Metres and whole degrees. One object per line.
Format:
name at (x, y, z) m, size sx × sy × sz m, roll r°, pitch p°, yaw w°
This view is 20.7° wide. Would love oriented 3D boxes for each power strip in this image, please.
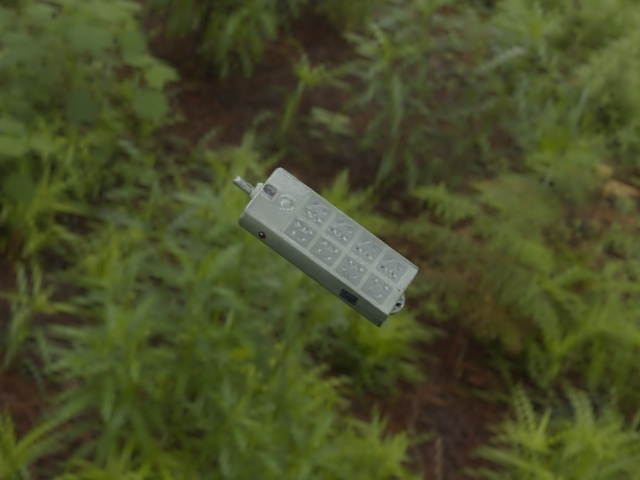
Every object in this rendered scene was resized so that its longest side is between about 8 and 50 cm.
power strip at (0.000, 0.000, 1.119) m, size 0.136 × 0.019 × 0.051 m, roll 37°, pitch 54°, yaw 1°
